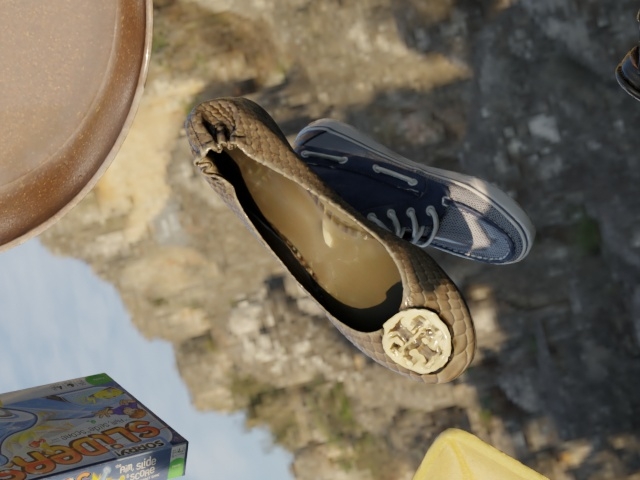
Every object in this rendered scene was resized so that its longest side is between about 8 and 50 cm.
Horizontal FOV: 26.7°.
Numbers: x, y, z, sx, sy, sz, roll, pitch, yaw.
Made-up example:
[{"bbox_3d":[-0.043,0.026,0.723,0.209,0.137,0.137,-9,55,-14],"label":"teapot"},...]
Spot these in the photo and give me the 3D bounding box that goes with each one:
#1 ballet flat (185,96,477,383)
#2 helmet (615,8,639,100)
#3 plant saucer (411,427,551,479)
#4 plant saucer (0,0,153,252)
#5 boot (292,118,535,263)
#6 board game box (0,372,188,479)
[{"bbox_3d":[0.000,0.000,0.880,0.250,0.084,0.058,47,-157,10],"label":"ballet flat"},{"bbox_3d":[0.284,-0.171,0.923,0.161,0.169,0.169,-42,-53,-40],"label":"helmet"},{"bbox_3d":[0.178,0.379,1.195,0.332,0.333,0.081,-61,-8,6],"label":"plant saucer"},{"bbox_3d":[-0.238,-0.137,0.749,0.050,0.311,0.310,-67,-37,-71],"label":"plant saucer"},{"bbox_3d":[0.056,-0.015,0.968,0.086,0.190,0.069,-59,-10,-46],"label":"boot"},{"bbox_3d":[-0.227,0.166,1.087,0.136,0.201,0.035,30,119,43],"label":"board game box"}]
